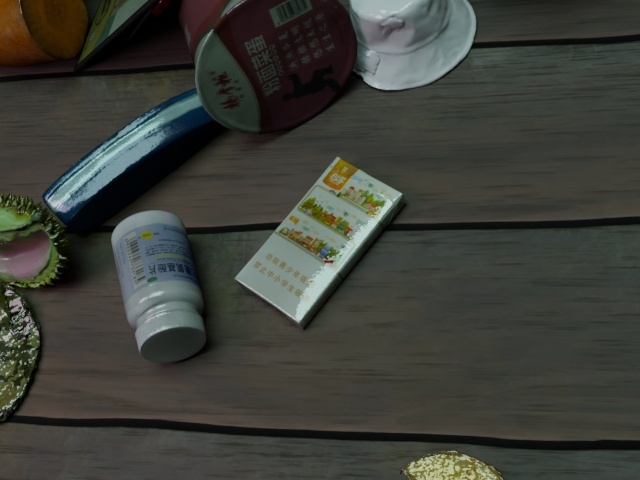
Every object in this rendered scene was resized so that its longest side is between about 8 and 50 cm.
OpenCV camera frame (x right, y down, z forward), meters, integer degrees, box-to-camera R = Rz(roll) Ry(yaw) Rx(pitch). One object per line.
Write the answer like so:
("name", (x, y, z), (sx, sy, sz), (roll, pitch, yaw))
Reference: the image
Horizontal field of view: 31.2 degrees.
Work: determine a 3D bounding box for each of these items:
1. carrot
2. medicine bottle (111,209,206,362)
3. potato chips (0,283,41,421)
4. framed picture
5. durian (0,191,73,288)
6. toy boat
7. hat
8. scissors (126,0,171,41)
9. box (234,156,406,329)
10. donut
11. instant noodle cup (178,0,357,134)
("carrot", (-0.494, -0.348, 1.819), (0.225, 0.159, 0.159), (-5, 60, 33))
("medicine bottle", (-0.212, 0.060, 1.513), (0.103, 0.103, 0.186), (-22, 56, 6))
("potato chips", (-0.477, 0.165, 1.597), (0.202, 0.029, 0.220), (20, 73, 27))
("framed picture", (-0.272, -0.409, 1.737), (0.324, 0.013, 0.244), (-24, 46, 53))
("durian", (-0.420, -0.007, 1.617), (0.221, 0.137, 0.095), (3, 42, 39))
("toy boat", (-0.256, -0.121, 1.639), (0.299, 0.096, 0.061), (-38, 66, -6))
("hat", (0.112, -0.322, 1.601), (0.203, 0.126, 0.203), (-7, 59, 12))
("scissors", (-0.239, -0.367, 1.719), (0.144, 0.017, 0.248), (-63, 17, -19))
("box", (0.000, 0.000, 1.516), (0.122, 0.032, 0.220), (32, 77, 31))
("donut", (0.150, 0.328, 1.257), (0.146, 0.078, 0.181), (4, 57, 20))
("instant noodle cup", (-0.089, -0.291, 1.608), (0.235, 0.234, 0.178), (-32, 46, 0))
